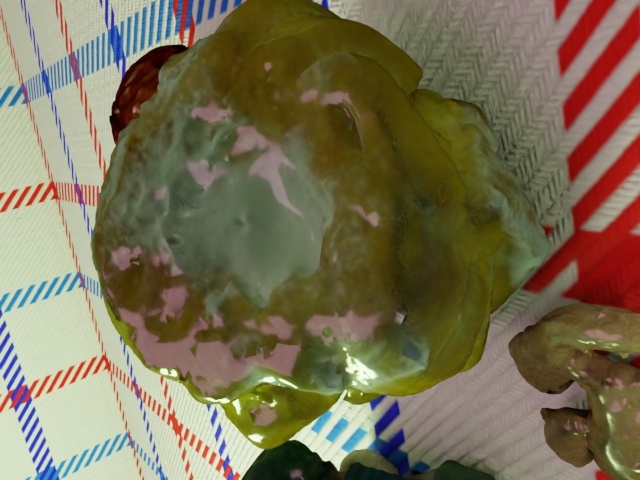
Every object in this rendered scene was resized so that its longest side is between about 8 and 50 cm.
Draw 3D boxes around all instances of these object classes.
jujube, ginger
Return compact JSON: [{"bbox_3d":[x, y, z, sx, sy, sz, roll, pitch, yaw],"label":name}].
[{"bbox_3d":[-0.166,-0.155,0.798,0.290,0.197,0.197,31,131,46],"label":"jujube"},{"bbox_3d":[0.238,0.167,0.500,0.258,0.065,0.149,67,161,-7],"label":"ginger"}]

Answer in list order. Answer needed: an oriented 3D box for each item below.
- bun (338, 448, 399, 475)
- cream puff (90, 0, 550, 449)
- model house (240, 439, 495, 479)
[{"bbox_3d":[0.067,0.319,0.835,0.086,0.054,0.086,7,121,11],"label":"bun"},{"bbox_3d":[0.000,0.000,0.553,0.379,0.275,0.377,-1,87,23],"label":"cream puff"},{"bbox_3d":[0.036,0.357,0.636,0.245,0.312,0.280,48,133,-8],"label":"model house"}]
